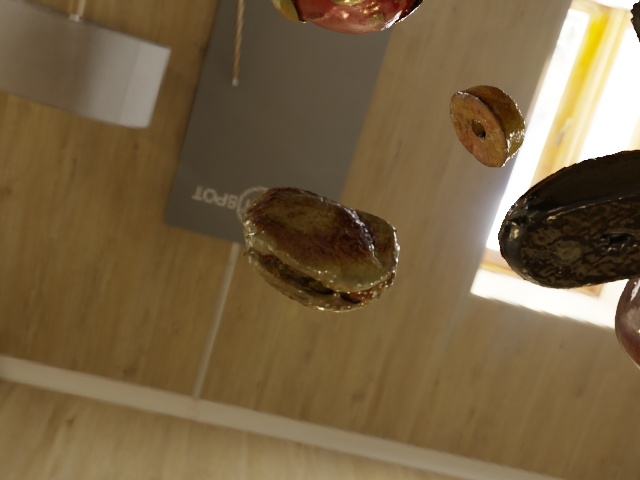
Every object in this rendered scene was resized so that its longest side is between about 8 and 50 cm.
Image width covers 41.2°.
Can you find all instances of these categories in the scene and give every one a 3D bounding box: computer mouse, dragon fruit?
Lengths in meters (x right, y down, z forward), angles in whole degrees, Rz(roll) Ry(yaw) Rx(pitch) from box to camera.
[{"bbox_3d":[0.390,-0.036,1.104,0.323,0.183,0.116,-12,-137,13],"label":"computer mouse"},{"bbox_3d":[0.047,-0.457,1.237,0.290,0.291,0.189,16,177,-2],"label":"dragon fruit"}]

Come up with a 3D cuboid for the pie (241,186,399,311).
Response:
[{"bbox_3d":[0.000,0.000,1.060,0.205,0.084,0.179,22,-141,-5],"label":"pie"}]

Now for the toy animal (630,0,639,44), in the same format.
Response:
[{"bbox_3d":[0.752,-0.344,1.509,0.225,0.302,0.284,-4,172,-40],"label":"toy animal"}]

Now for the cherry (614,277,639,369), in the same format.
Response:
[{"bbox_3d":[0.632,0.137,1.431,0.221,0.261,0.307,-7,-142,-36],"label":"cherry"}]

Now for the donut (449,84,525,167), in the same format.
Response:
[{"bbox_3d":[0.276,-0.191,1.398,0.058,0.152,0.152,-31,-147,-16],"label":"donut"}]
